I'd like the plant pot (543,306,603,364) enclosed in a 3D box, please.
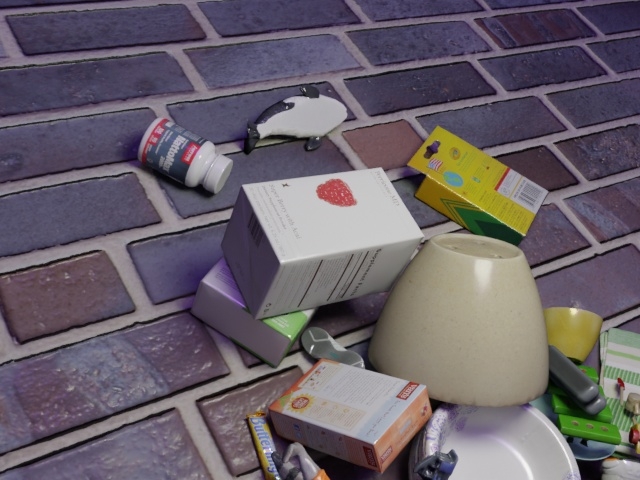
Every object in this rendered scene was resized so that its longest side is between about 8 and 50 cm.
[{"bbox_3d":[0.515,0.206,1.637,0.134,0.134,0.095,16,69,-8],"label":"plant pot"}]

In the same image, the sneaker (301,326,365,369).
[{"bbox_3d":[0.024,0.218,1.478,0.152,0.061,0.053,32,74,33],"label":"sneaker"}]

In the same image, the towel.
[{"bbox_3d":[0.688,0.328,1.609,0.248,0.038,0.324,14,44,13],"label":"towel"}]

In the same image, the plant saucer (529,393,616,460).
[{"bbox_3d":[0.462,0.366,1.498,0.195,0.037,0.195,10,25,-5],"label":"plant saucer"}]

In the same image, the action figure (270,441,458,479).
[{"bbox_3d":[0.075,0.416,1.203,0.330,0.341,0.178,29,11,-3],"label":"action figure"}]

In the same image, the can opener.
[{"bbox_3d":[0.444,0.252,1.532,0.093,0.074,0.280,-40,28,-4],"label":"can opener"}]

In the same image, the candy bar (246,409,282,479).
[{"bbox_3d":[-0.089,0.362,1.329,0.040,0.018,0.161,-5,54,-25],"label":"candy bar"}]

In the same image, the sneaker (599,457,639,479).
[{"bbox_3d":[0.622,0.489,1.462,0.263,0.099,0.121,20,74,-16],"label":"sneaker"}]

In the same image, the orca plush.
[{"bbox_3d":[-0.075,-0.276,1.864,0.287,0.102,0.151,-36,114,-29],"label":"orca plush"}]

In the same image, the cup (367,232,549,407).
[{"bbox_3d":[0.264,0.120,1.427,0.331,0.236,0.331,6,15,-1],"label":"cup"}]

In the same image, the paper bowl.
[{"bbox_3d":[0.287,0.410,1.344,0.284,0.148,0.284,11,47,-12],"label":"paper bowl"}]

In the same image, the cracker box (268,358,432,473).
[{"bbox_3d":[0.049,0.290,1.328,0.232,0.067,0.156,7,33,41],"label":"cracker box"}]

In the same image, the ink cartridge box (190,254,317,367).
[{"bbox_3d":[-0.086,0.076,1.510,0.198,0.114,0.273,32,47,7],"label":"ink cartridge box"}]

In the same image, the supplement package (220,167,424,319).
[{"bbox_3d":[0.000,0.000,1.409,0.293,0.175,0.177,-10,56,-30],"label":"supplement package"}]

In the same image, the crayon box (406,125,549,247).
[{"bbox_3d":[0.368,-0.126,1.885,0.319,0.081,0.202,34,47,8],"label":"crayon box"}]

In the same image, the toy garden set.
[{"bbox_3d":[0.542,0.328,1.516,0.204,0.049,0.244,10,23,4],"label":"toy garden set"}]

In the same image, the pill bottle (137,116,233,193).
[{"bbox_3d":[-0.282,-0.175,1.655,0.180,0.108,0.108,27,47,3],"label":"pill bottle"}]
